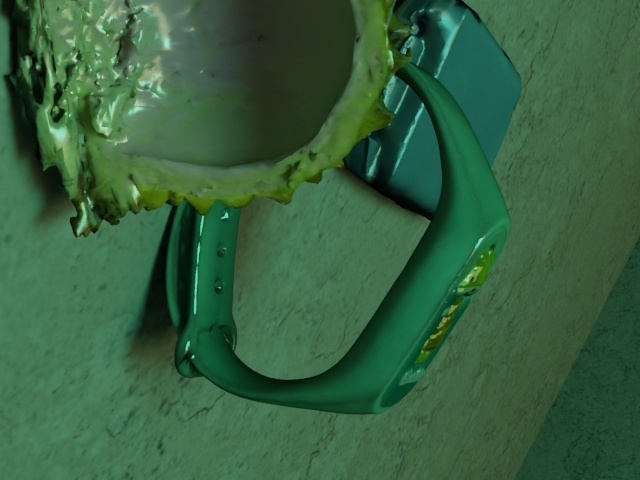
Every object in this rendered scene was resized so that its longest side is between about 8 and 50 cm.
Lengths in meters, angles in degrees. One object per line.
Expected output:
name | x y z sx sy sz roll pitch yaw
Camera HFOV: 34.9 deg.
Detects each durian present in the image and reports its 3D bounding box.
durian | -0.039 -0.169 0.506 0.196 0.185 0.305 -69 160 -58

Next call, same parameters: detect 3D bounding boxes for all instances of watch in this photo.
watch | 0.000 0.000 0.613 0.237 0.195 0.068 -60 158 13

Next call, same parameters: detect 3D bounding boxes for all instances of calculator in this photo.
calculator | 0.106 -0.107 0.879 0.293 0.051 0.173 21 92 -65
